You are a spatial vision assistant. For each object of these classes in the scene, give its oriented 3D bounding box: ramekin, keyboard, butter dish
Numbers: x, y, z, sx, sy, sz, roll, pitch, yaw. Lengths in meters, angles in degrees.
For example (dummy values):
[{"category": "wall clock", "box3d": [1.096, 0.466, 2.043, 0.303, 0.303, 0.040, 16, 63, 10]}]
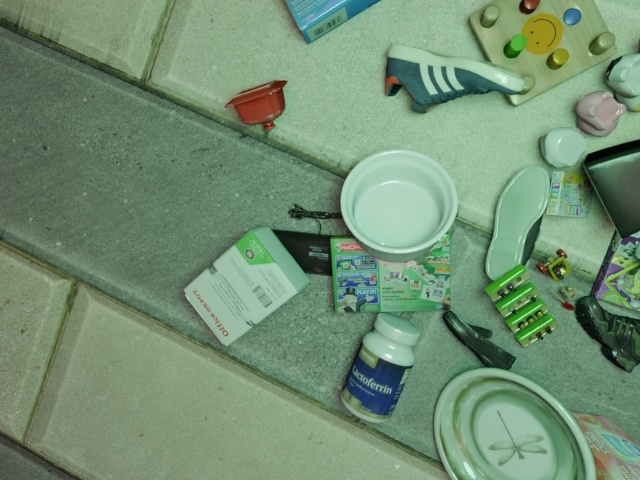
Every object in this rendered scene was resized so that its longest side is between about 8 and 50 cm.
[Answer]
[{"category": "ramekin", "box3d": [0.193, -0.077, 1.068, 0.277, 0.135, 0.277, -3, 69, 7]}, {"category": "keyboard", "box3d": [0.000, 0.000, 1.211, 0.317, 0.033, 0.201, 6, 103, 9]}, {"category": "butter dish", "box3d": [-0.157, -0.360, 1.155, 0.160, 0.160, 0.118, -14, 116, 12]}]

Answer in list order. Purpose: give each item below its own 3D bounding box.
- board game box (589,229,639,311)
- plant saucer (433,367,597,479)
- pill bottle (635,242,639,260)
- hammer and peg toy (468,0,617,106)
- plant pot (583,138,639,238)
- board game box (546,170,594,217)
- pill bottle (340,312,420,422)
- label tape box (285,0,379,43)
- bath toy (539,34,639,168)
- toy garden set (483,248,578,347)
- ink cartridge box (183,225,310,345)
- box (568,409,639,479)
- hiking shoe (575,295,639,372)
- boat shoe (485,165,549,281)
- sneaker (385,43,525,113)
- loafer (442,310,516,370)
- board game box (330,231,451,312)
[{"category": "board game box", "box3d": [0.891, 0.099, 1.048, 0.347, 0.056, 0.208, 18, 95, 8]}, {"category": "plant saucer", "box3d": [0.490, 0.523, 1.088, 0.400, 0.101, 0.400, 2, 92, 46]}, {"category": "pill bottle", "box3d": [0.866, 0.082, 0.961, 0.245, 0.130, 0.130, 46, 102, 3]}, {"category": "hammer and peg toy", "box3d": [0.507, -0.542, 1.005, 0.266, 0.127, 0.361, -26, 91, 12]}, {"category": "plant pot", "box3d": [0.729, -0.140, 0.951, 0.167, 0.188, 0.187, -27, 91, 38]}, {"category": "board game box", "box3d": [0.616, -0.111, 1.035, 0.154, 0.026, 0.103, 0, 99, -33]}, {"category": "pill bottle", "box3d": [0.167, 0.343, 1.155, 0.153, 0.153, 0.264, 21, 99, 8]}, {"category": "label tape box", "box3d": [-0.012, -0.740, 1.091, 0.249, 0.115, 0.347, -27, 88, 12]}, {"category": "bath toy", "box3d": [0.669, -0.314, 1.004, 0.151, 0.129, 0.348, 40, 103, -16]}, {"category": "toy garden set", "box3d": [0.557, 0.153, 1.058, 0.204, 0.049, 0.244, -37, 117, 9]}, {"category": "ink cartridge box", "box3d": [-0.211, 0.129, 1.203, 0.289, 0.121, 0.211, -38, 88, 19]}, {"category": "box", "box3d": [0.684, 0.553, 1.003, 0.142, 0.300, 0.154, 6, 97, 6]}, {"category": "hiking shoe", "box3d": [0.751, 0.219, 1.077, 0.114, 0.086, 0.227, -36, 96, 1]}, {"category": "boat shoe", "box3d": [0.507, -0.037, 1.084, 0.114, 0.091, 0.302, 27, 104, 37]}, {"category": "sneaker", "box3d": [0.310, -0.374, 1.032, 0.350, 0.131, 0.148, 31, 122, 34]}, {"category": "loafer", "box3d": [0.428, 0.265, 1.142, 0.223, 0.076, 0.078, 44, 88, 4]}, {"category": "board game box", "box3d": [0.191, 0.089, 1.157, 0.317, 0.046, 0.213, -2, 100, 7]}]
